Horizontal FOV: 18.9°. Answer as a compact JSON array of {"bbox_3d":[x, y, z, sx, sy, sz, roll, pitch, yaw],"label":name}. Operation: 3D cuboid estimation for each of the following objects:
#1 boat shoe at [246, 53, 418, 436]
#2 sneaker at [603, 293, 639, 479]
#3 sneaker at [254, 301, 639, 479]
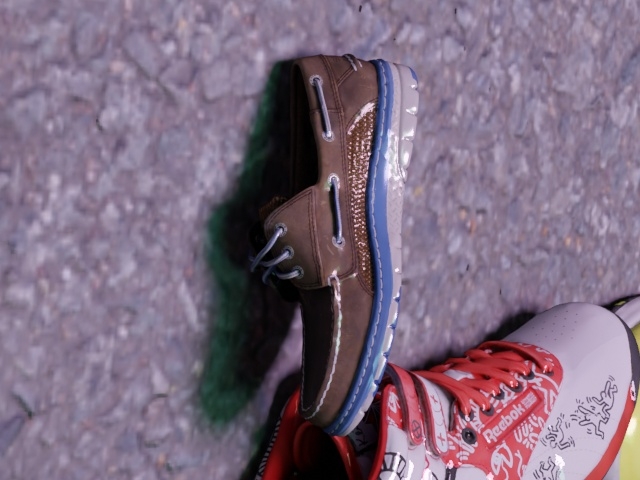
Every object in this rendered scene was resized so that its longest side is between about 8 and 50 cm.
[{"bbox_3d":[0.000,0.000,0.904,0.066,0.066,0.183,11,71,-16],"label":"boat shoe"},{"bbox_3d":[0.288,0.116,1.191,0.384,0.147,0.145,6,95,-48],"label":"sneaker"},{"bbox_3d":[0.069,0.093,0.981,0.270,0.090,0.145,-49,132,-27],"label":"sneaker"}]
